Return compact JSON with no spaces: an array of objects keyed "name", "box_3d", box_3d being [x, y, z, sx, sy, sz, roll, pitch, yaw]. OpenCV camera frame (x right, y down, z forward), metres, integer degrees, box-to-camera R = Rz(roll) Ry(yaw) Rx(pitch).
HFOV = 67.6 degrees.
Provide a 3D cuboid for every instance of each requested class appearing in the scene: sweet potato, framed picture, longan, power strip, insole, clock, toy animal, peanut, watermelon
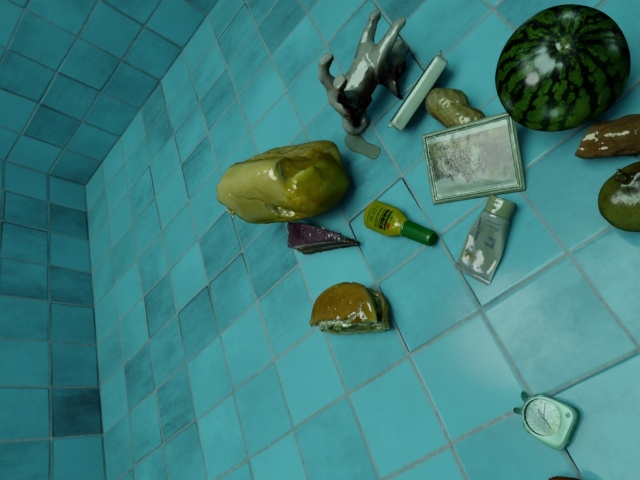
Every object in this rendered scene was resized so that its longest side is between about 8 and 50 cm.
[{"name":"sweet potato","box_3d":[0.700,-0.237,1.060,0.251,0.097,0.097,-8,72,43]},{"name":"framed picture","box_3d":[0.413,-0.219,1.320,0.274,0.017,0.218,-9,94,41]},{"name":"longan","box_3d":[0.665,-0.098,0.999,0.155,0.176,0.145,-56,31,-5]},{"name":"power strip","box_3d":[0.304,-0.459,1.494,0.271,0.046,0.118,-56,3,15]},{"name":"insole","box_3d":[0.142,-0.332,1.672,0.188,0.004,0.064,39,105,43]},{"name":"clock","box_3d":[0.503,0.396,1.080,0.135,0.041,0.101,25,95,45]},{"name":"toy animal","box_3d":[0.163,-0.532,1.581,0.344,0.303,0.194,-42,53,-5]},{"name":"peanut","box_3d":[0.392,-0.376,1.389,0.108,0.095,0.226,-58,47,27]},{"name":"watermelon","box_3d":[0.559,-0.395,1.115,0.285,0.285,0.286,-15,67,39]}]

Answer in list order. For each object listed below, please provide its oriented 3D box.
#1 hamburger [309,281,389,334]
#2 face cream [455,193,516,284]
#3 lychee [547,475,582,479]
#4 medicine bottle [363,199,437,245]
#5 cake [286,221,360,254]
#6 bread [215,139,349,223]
[{"name":"hamburger","box_3d":[0.077,0.205,1.465,0.282,0.143,0.157,-13,68,42]},{"name":"face cream","box_3d":[0.439,-0.005,1.260,0.114,0.070,0.224,33,109,44]},{"name":"lychee","box_3d":[0.525,0.538,0.971,0.140,0.114,0.101,-4,104,61]},{"name":"medicine bottle","box_3d":[0.239,-0.046,1.451,0.260,0.064,0.095,28,96,43]},{"name":"cake","box_3d":[0.000,0.000,1.626,0.295,0.115,0.113,7,85,47]},{"name":"bread","box_3d":[-0.105,-0.183,1.636,0.393,0.361,0.251,0,113,40]}]
